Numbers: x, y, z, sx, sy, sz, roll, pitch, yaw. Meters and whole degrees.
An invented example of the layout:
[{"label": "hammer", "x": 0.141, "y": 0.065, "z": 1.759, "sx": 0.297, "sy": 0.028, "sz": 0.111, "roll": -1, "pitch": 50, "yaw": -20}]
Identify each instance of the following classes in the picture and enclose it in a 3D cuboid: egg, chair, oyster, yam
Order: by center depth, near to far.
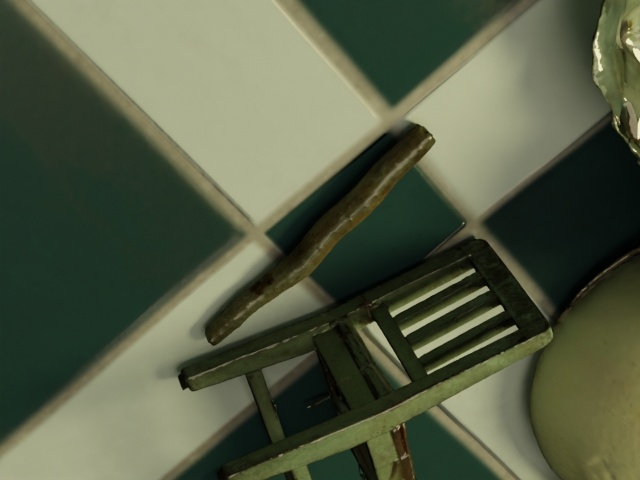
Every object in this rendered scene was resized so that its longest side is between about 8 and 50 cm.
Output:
[{"label": "oyster", "x": 0.287, "y": -0.116, "z": 1.117, "sx": 0.252, "sy": 0.087, "sz": 0.199, "roll": -6, "pitch": 102, "yaw": -41}, {"label": "yam", "x": -0.001, "y": 0.000, "z": 1.119, "sx": 0.234, "sy": 0.029, "sz": 0.027, "roll": -43, "pitch": 99, "yaw": 11}, {"label": "chair", "x": 0.044, "y": 0.135, "z": 1.154, "sx": 0.270, "sy": 0.136, "sz": 0.147, "roll": -23, "pitch": 128, "yaw": -8}, {"label": "egg", "x": 0.325, "y": 0.140, "z": 1.245, "sx": 0.286, "sy": 0.174, "sz": 0.264, "roll": -42, "pitch": 123, "yaw": 13}]
